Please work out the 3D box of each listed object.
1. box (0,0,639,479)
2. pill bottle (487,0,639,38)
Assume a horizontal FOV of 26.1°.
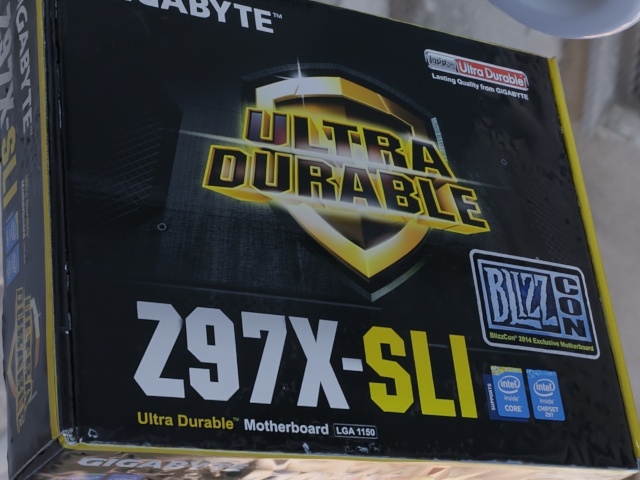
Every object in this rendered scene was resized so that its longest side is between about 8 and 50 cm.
[{"bbox_3d":[0.000,0.000,0.706,0.322,0.257,0.079,8,152,-30],"label":"box"},{"bbox_3d":[0.166,-0.226,0.763,0.216,0.121,0.121,-59,159,-26],"label":"pill bottle"}]
